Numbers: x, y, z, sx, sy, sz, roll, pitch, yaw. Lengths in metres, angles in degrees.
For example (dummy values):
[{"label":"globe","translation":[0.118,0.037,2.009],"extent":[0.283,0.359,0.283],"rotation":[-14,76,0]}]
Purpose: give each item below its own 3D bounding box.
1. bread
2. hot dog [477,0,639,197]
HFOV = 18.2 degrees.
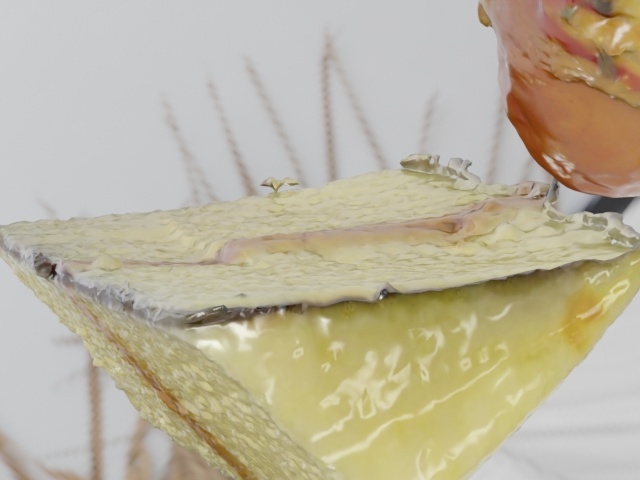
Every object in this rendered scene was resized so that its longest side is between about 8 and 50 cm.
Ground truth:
[{"label":"bread","translation":[0.000,0.000,0.783],"extent":[0.135,0.178,0.240],"rotation":[50,-14,-21]},{"label":"hot dog","translation":[0.125,-0.108,0.551],"extent":[0.150,0.257,0.153],"rotation":[34,33,22]}]
